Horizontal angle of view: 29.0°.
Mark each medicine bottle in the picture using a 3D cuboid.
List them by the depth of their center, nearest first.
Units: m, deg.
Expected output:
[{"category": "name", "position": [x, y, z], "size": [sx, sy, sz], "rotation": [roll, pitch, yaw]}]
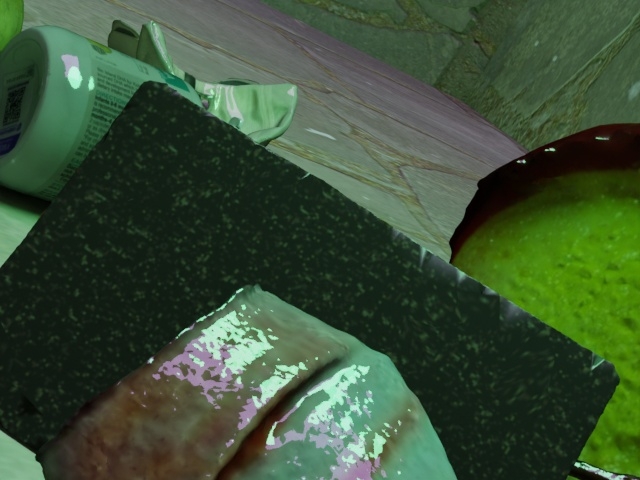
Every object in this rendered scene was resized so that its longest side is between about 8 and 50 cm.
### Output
[{"category": "medicine bottle", "position": [-0.164, -0.082, 1.029], "size": [0.215, 0.135, 0.135], "rotation": [19, 19, -39]}]

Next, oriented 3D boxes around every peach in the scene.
[{"category": "peach", "position": [0.304, 0.082, 1.030], "size": [0.310, 0.335, 0.406], "rotation": [14, 18, -40]}]

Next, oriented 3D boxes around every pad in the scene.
[{"category": "pad", "position": [-0.021, 0.074, 0.688], "size": [0.330, 0.220, 0.004], "rotation": [33, -18, 5]}]

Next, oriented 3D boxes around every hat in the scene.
[{"category": "hat", "position": [-0.162, -0.160, 1.437], "size": [0.219, 0.164, 0.226], "rotation": [20, -21, -36]}]

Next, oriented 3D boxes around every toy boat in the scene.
[{"category": "toy boat", "position": [0.017, 0.160, 0.602], "size": [0.282, 0.096, 0.206], "rotation": [45, 50, 12]}]

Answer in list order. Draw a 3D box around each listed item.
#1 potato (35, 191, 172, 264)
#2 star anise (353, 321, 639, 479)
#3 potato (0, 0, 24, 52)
[{"category": "potato", "position": [-0.107, 0.035, 0.777], "size": [0.118, 0.109, 0.178], "rotation": [21, -27, 53]}, {"category": "star anise", "position": [0.066, 0.119, 0.787], "size": [0.234, 0.177, 0.073], "rotation": [42, 45, -18]}, {"category": "potato", "position": [-0.348, -0.206, 1.045], "size": [0.197, 0.149, 0.228], "rotation": [4, 19, 5]}]
